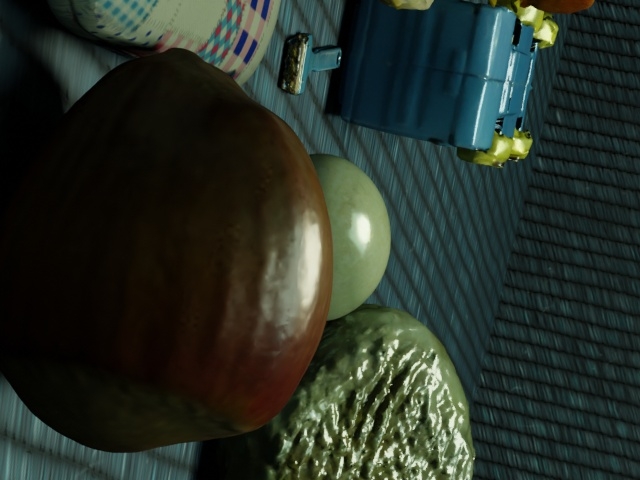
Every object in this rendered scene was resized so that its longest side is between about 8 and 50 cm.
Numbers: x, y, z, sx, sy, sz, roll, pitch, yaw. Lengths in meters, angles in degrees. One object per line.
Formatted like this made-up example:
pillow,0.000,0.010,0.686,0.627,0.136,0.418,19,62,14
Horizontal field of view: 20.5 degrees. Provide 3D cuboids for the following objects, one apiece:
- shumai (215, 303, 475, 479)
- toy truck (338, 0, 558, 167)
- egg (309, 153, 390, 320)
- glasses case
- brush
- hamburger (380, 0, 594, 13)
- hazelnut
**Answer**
shumai,0.000,0.174,1.530,0.222,0.225,0.260,-155,-117,-63
toy truck,0.134,-0.166,1.735,0.385,0.162,0.161,-19,121,-76
egg,0.000,0.000,1.424,0.114,0.114,0.152,-65,158,-43
glasses case,-0.082,-0.160,1.005,0.327,0.076,0.125,8,91,-77
brush,-0.005,-0.151,1.488,0.164,0.014,0.051,-34,136,-73
hamburger,0.131,-0.317,1.437,0.291,0.225,0.291,8,90,-84
hazelnut,-0.094,0.011,0.934,0.186,0.210,0.210,-36,151,-17
